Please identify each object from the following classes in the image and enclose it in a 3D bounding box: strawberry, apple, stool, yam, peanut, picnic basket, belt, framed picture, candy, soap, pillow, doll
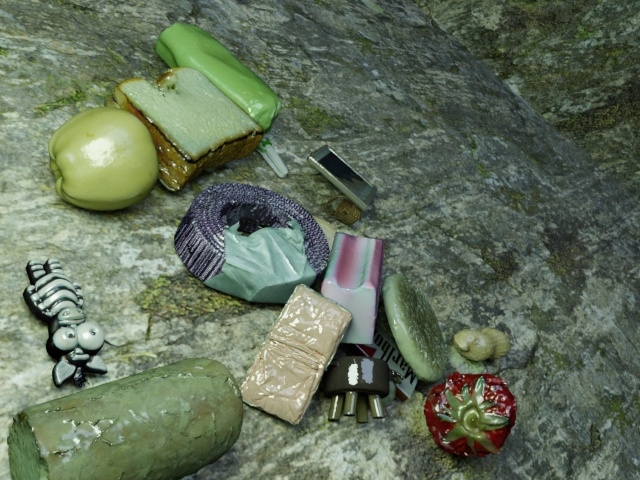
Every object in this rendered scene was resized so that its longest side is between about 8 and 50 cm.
[{"bbox_3d":[0.317,0.358,1.396,0.184,0.187,0.201,35,0,28],"label":"strawberry"},{"bbox_3d":[-0.382,-0.145,1.202,0.200,0.200,0.200,26,39,-23],"label":"apple"},{"bbox_3d":[0.083,0.284,1.285,0.217,0.125,0.121,29,52,-51],"label":"stool"},{"bbox_3d":[-0.262,0.267,0.911,0.304,0.168,0.168,-9,60,-49],"label":"yam"},{"bbox_3d":[0.395,0.254,1.651,0.187,0.082,0.082,3,52,-42],"label":"peanut"},{"bbox_3d":[0.056,-0.083,1.661,0.083,0.072,0.072,34,35,-31],"label":"picnic basket"},{"bbox_3d":[-0.130,0.003,1.353,0.324,0.122,0.260,6,45,-40],"label":"belt"},{"bbox_3d":[0.061,-0.168,1.734,0.192,0.018,0.265,41,17,-2],"label":"framed picture"},{"bbox_3d":[-0.245,-0.380,1.604,0.343,0.132,0.142,43,52,11],"label":"candy"},{"bbox_3d":[0.071,0.084,1.388,0.109,0.193,0.324,6,29,5],"label":"soap"},{"bbox_3d":[-0.042,0.200,1.187,0.126,0.043,0.233,29,77,-2],"label":"pillow"},{"bbox_3d":[-0.388,0.120,1.022,0.091,0.067,0.219,-2,57,-51],"label":"doll"}]

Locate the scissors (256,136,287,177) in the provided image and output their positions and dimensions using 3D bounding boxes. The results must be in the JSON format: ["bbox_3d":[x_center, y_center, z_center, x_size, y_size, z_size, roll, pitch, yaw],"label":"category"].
[{"bbox_3d":[-0.145,-0.237,1.661,0.101,0.027,0.204,-18,67,-47],"label":"scissors"}]

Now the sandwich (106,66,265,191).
[{"bbox_3d":[-0.288,-0.248,1.405,0.249,0.095,0.273,45,37,5],"label":"sandwich"}]

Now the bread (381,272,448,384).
[{"bbox_3d":[0.216,0.190,1.498,0.267,0.040,0.267,47,27,-33],"label":"bread"}]

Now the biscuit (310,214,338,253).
[{"bbox_3d":[0.000,0.000,1.567,0.152,0.020,0.152,27,38,-23],"label":"biscuit"}]

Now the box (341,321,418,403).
[{"bbox_3d":[0.134,0.249,1.431,0.177,0.036,0.115,44,34,0],"label":"box"}]

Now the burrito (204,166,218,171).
[{"bbox_3d":[-0.241,-0.220,1.533,0.058,0.045,0.188,37,32,-26],"label":"burrito"}]
